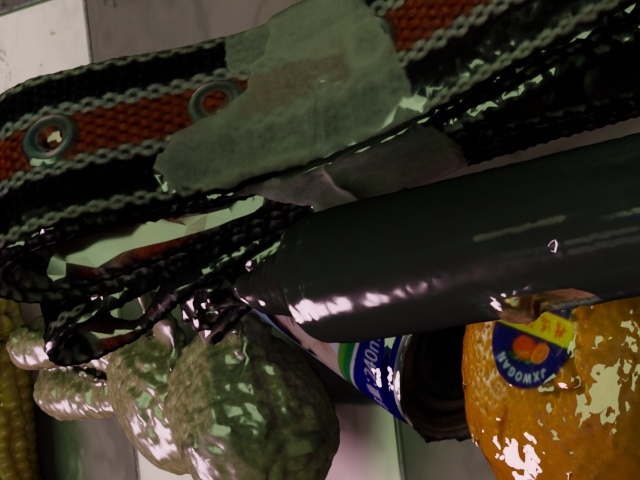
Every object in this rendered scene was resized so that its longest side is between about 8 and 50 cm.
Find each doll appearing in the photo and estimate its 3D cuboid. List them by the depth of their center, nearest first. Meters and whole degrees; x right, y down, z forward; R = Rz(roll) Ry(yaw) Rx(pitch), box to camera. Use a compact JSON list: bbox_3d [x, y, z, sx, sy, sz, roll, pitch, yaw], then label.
[{"bbox_3d":[-0.085,0.094,0.945,0.203,0.091,0.286,64,149,9],"label":"doll"}]

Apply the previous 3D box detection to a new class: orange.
[{"bbox_3d":[0.117,0.048,0.652,0.135,0.117,0.136,-15,67,39],"label":"orange"}]

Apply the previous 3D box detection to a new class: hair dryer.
[{"bbox_3d":[0.082,0.015,0.558,0.352,0.107,0.189,-15,61,48],"label":"hair dryer"}]

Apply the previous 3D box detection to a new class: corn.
[{"bbox_3d":[-0.226,0.153,1.118,0.086,0.086,0.288,-2,95,51],"label":"corn"}]

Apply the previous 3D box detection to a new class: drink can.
[{"bbox_3d":[0.000,0.000,0.806,0.235,0.097,0.097,35,122,44],"label":"drink can"}]

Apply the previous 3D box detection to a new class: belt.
[{"bbox_3d":[0.017,-0.057,0.675,0.359,0.126,0.094,-26,54,23],"label":"belt"}]
